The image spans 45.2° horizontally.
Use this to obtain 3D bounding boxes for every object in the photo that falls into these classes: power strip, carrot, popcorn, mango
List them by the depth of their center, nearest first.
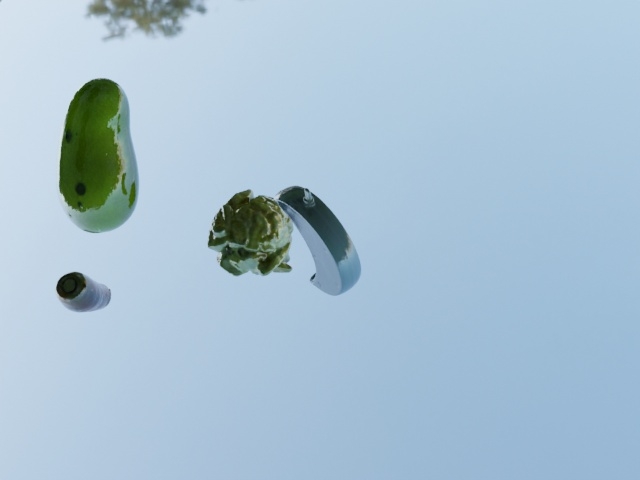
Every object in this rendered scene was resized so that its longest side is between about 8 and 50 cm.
[{"bbox_3d":[-0.404,-0.152,1.394,0.143,0.293,0.175,-12,-147,-38],"label":"mango"},{"bbox_3d":[0.000,0.000,1.406,0.054,0.253,0.168,-36,-143,-22],"label":"power strip"},{"bbox_3d":[-0.143,-0.007,1.615,0.186,0.187,0.167,10,-136,10],"label":"popcorn"},{"bbox_3d":[-0.522,0.121,1.704,0.087,0.193,0.087,-1,-105,3],"label":"carrot"}]
